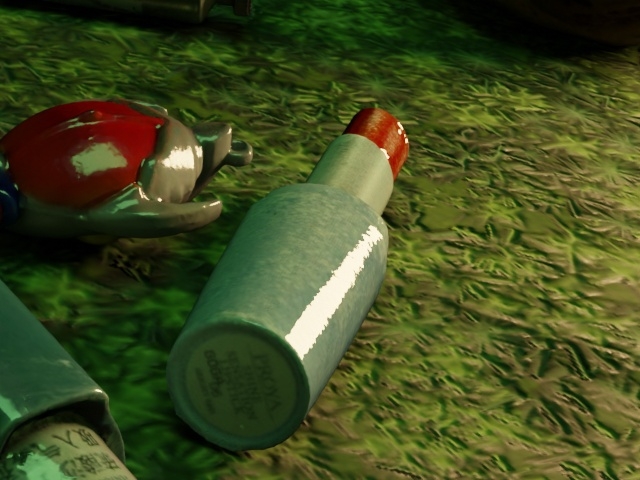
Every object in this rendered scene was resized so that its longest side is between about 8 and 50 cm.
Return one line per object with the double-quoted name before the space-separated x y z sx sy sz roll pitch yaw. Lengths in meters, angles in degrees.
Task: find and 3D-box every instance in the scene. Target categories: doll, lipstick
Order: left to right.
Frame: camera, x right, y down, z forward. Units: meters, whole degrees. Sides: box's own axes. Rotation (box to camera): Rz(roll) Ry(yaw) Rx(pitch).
"doll" -0.122 -0.029 0.775 0.194 0.062 0.104 -10 15 -21
"lipstick" 0.000 0.000 0.758 0.068 0.061 0.274 13 26 9

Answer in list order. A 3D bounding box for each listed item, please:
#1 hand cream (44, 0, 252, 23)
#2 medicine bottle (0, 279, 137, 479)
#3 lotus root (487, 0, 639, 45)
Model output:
"hand cream" -0.176 -0.179 1.058 0.271 0.058 0.091 7 38 -1
"medicine bottle" -0.151 0.046 0.575 0.258 0.124 0.079 41 33 26
"lotus root" 0.203 -0.243 1.145 0.272 0.272 0.192 23 39 23
